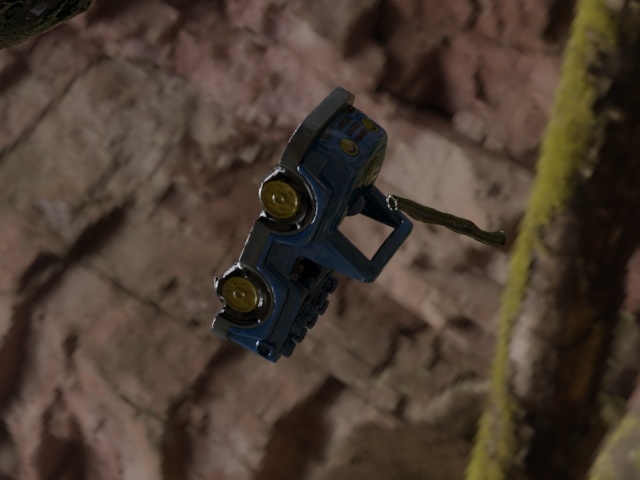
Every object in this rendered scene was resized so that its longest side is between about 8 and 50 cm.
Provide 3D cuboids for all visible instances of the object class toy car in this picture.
[{"bbox_3d":[0.000,0.000,1.220,0.097,0.100,0.191,-50,-14,-55],"label":"toy car"}]

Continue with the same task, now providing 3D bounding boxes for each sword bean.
[{"bbox_3d":[0.068,-0.010,0.961,0.083,0.012,0.012,19,-76,-37],"label":"sword bean"}]

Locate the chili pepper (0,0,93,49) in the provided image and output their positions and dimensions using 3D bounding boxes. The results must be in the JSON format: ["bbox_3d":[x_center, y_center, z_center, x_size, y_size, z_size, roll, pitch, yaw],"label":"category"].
[{"bbox_3d":[-0.245,-0.194,1.016,0.148,0.264,0.116,-43,22,19],"label":"chili pepper"}]
